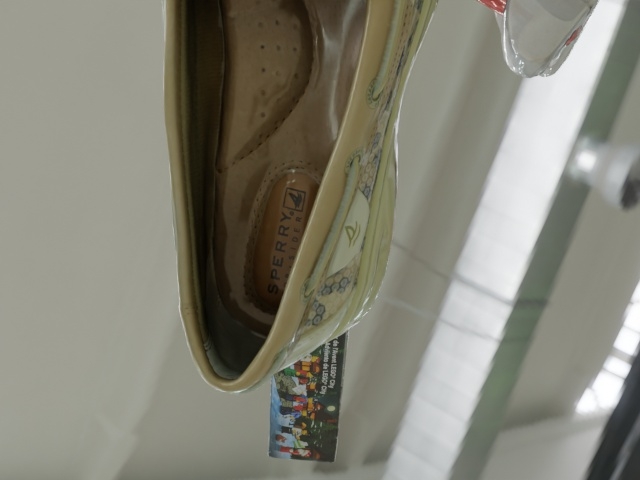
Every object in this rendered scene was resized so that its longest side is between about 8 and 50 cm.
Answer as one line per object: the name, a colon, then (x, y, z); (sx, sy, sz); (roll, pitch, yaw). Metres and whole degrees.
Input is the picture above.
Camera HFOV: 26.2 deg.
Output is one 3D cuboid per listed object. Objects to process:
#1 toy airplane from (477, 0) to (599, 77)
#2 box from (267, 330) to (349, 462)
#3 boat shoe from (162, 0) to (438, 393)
toy airplane: (0.076, -0.282, 1.188); (0.386, 0.272, 0.384); (1, -105, -29)
box: (0.000, 0.000, 0.873); (0.233, 0.044, 0.159); (-84, -1, -47)
boat shoe: (-0.011, -0.079, 0.537); (0.089, 0.105, 0.285); (-43, -44, -62)
